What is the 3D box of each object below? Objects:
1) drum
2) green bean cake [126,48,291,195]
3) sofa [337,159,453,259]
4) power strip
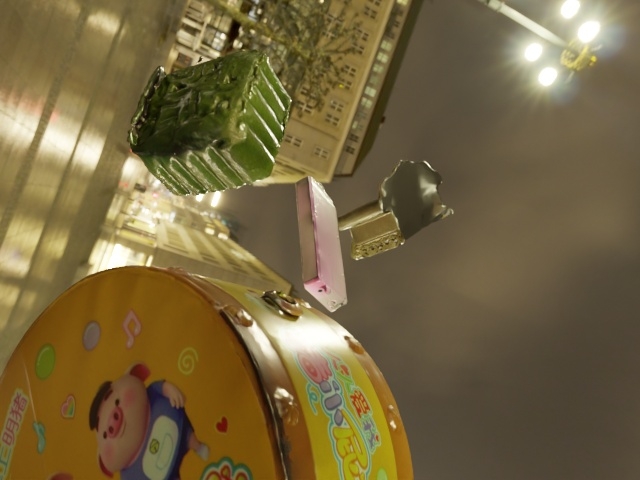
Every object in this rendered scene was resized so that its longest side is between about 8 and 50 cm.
[{"bbox_3d":[-0.133,0.239,0.512,0.430,0.214,0.432,-10,-109,31],"label":"drum"},{"bbox_3d":[-0.258,-0.295,1.252,0.318,0.218,0.335,-9,-124,22],"label":"green bean cake"},{"bbox_3d":[0.177,-0.087,1.339,0.258,0.182,0.200,-28,-178,-39],"label":"sofa"},{"bbox_3d":[0.000,0.000,0.983,0.037,0.109,0.279,-24,-133,20],"label":"power strip"}]
